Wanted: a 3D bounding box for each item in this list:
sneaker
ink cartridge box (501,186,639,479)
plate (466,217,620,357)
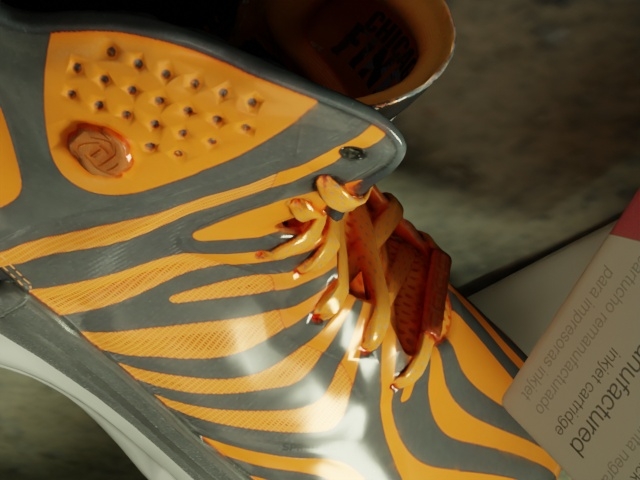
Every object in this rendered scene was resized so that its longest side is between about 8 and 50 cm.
[{"bbox_3d":[0.000,0.000,0.578,0.321,0.124,0.180,28,137,-33],"label":"sneaker"},{"bbox_3d":[0.180,0.061,0.542,0.092,0.218,0.158,-16,143,-46],"label":"ink cartridge box"},{"bbox_3d":[0.220,0.053,0.736,0.278,0.045,0.277,-30,136,35],"label":"plate"}]
